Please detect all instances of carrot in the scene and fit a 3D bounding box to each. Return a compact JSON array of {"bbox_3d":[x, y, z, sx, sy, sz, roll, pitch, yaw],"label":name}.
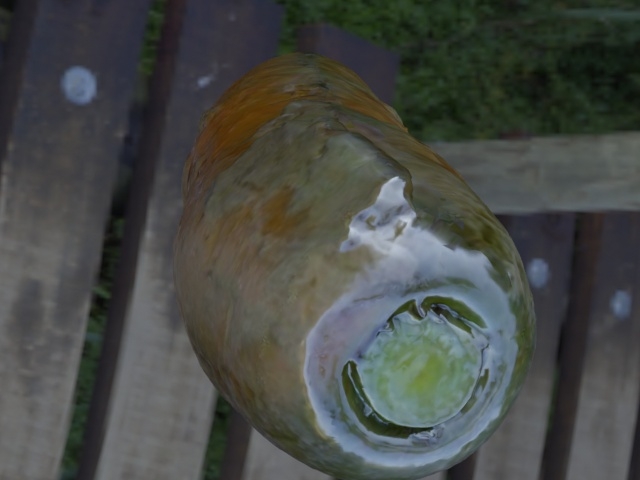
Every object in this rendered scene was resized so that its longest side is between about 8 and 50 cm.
[{"bbox_3d":[0.000,0.000,0.661,0.139,0.302,0.138,-2,106,-7],"label":"carrot"}]
